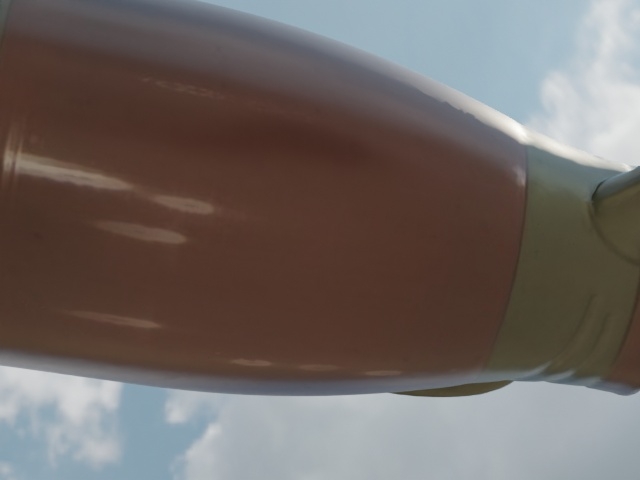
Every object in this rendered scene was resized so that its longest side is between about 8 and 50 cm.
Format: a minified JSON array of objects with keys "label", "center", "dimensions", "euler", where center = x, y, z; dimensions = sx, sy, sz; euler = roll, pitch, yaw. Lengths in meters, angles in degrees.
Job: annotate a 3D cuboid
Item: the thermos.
[{"label":"thermos","center":[0.000,0.000,0.587],"dimensions":[0.265,0.146,0.176],"euler":[11,-31,-9]}]
